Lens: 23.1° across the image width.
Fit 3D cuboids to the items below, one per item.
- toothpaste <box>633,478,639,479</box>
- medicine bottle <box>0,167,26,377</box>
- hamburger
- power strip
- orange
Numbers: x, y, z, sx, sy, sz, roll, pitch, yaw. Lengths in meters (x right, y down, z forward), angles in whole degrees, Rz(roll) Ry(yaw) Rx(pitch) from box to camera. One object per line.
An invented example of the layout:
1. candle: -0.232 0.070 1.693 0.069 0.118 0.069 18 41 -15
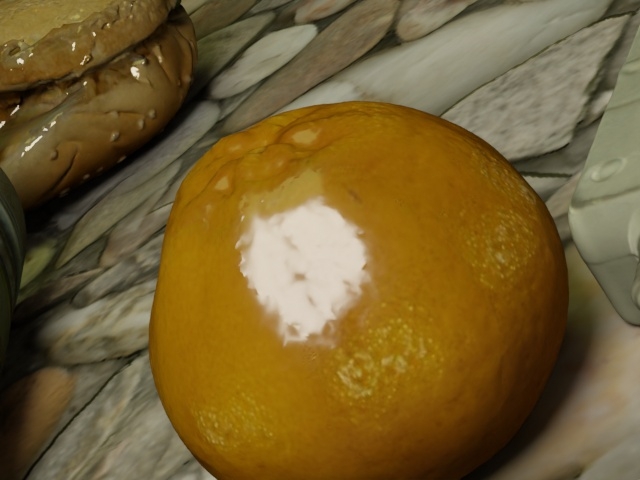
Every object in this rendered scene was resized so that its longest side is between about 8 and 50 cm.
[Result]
1. toothpaste: 0.081 0.090 0.456 0.218 0.033 0.052 -22 25 20
2. medicine bottle: -0.238 0.056 0.800 0.151 0.151 0.322 -31 22 7
3. hamburger: -0.206 -0.108 1.116 0.243 0.146 0.286 -14 21 26
4. power strip: 0.176 -0.074 0.629 0.098 0.058 0.338 -17 27 34
5. orange: 0.008 0.020 0.560 0.159 0.136 0.159 -26 26 13
